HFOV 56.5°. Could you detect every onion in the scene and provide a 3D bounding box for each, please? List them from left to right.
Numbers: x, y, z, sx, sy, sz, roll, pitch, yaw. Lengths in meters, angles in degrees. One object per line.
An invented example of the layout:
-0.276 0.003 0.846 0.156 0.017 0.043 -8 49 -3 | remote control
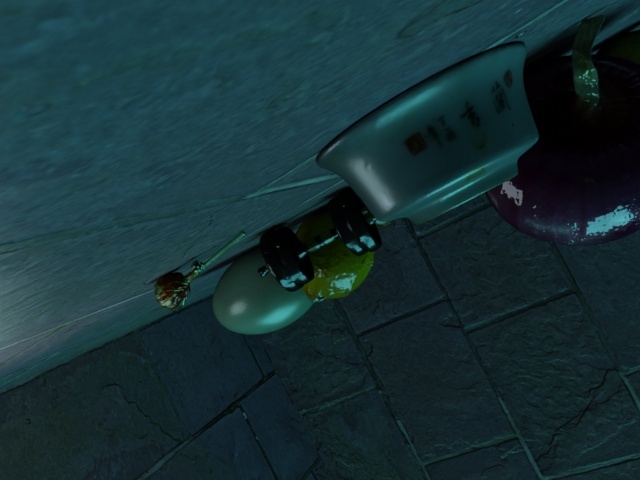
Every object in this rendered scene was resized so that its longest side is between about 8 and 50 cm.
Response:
0.442 -0.167 1.044 0.358 0.357 0.345 -29 155 35 | onion

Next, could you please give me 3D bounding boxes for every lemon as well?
0.031 0.044 1.803 0.253 0.254 0.310 -31 -148 63 | lemon

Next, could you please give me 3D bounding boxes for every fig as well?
0.706 -0.397 1.283 0.160 0.143 0.231 -4 166 -35 | fig

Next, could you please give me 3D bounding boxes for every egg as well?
-0.171 0.158 1.968 0.389 0.276 0.276 -31 179 -15 | egg

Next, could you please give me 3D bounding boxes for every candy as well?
-0.272 0.066 1.360 0.288 0.084 0.078 -36 171 22 | candy

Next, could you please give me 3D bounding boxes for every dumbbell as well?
0.000 0.000 1.592 0.389 0.185 0.185 -29 178 13 | dumbbell

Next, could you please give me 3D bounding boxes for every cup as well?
0.182 -0.131 0.902 0.348 0.163 0.347 -27 179 -1 | cup

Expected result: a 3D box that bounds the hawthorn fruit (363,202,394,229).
0.170 -0.105 1.693 0.149 0.149 0.189 -26 -179 -34 | hawthorn fruit
